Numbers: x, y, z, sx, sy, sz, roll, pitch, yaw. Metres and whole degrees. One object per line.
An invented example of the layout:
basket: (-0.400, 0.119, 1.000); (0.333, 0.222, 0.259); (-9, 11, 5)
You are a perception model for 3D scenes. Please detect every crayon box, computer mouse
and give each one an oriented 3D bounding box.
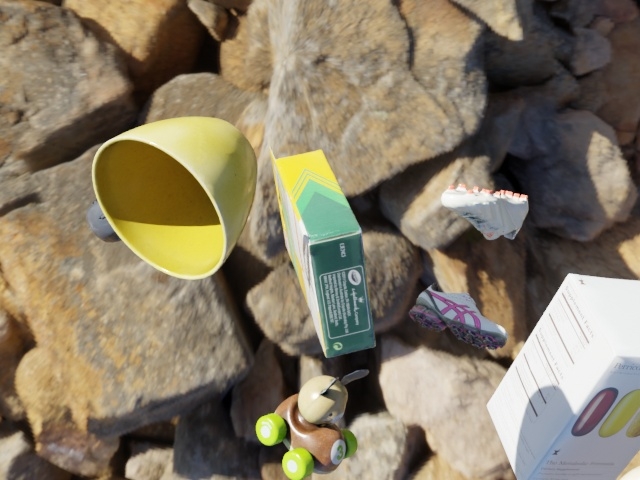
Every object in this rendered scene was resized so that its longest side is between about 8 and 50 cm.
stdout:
crayon box: (0.000, 0.000, 1.519); (0.083, 0.323, 0.203); (-13, 122, -7)
computer mouse: (-0.237, -0.059, 1.279); (0.242, 0.041, 0.071); (-33, 85, 42)

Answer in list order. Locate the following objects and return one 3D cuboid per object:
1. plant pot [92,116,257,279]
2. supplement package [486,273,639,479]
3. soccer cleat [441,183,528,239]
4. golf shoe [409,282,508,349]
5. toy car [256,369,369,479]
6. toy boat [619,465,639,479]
plant pot: (-0.105, -0.049, 0.815); (0.134, 0.095, 0.134); (22, 135, 23)
supplement package: (0.327, 0.176, 1.201); (0.139, 0.134, 0.244); (5, 130, -20)
soccer cleat: (0.247, -0.039, 1.467); (0.196, 0.068, 0.076); (4, 100, -47)
golf shoe: (0.245, 0.126, 1.695); (0.186, 0.067, 0.086); (21, 68, 35)
toy car: (0.011, 0.292, 1.681); (0.149, 0.155, 0.188); (48, 122, 23)
toy boat: (0.579, 0.514, 1.581); (0.148, 0.267, 0.319); (-3, 99, -30)
